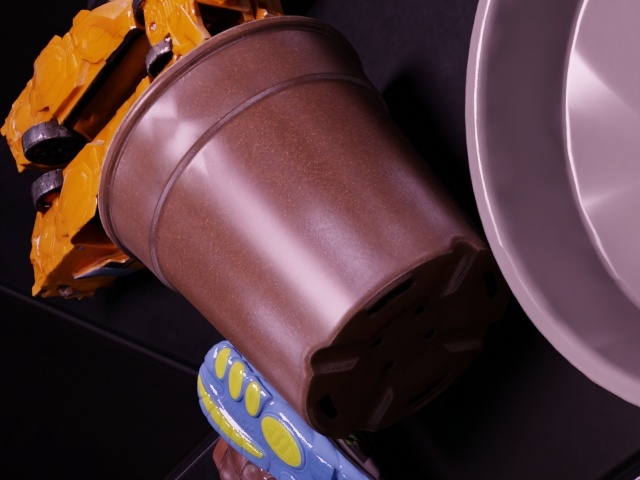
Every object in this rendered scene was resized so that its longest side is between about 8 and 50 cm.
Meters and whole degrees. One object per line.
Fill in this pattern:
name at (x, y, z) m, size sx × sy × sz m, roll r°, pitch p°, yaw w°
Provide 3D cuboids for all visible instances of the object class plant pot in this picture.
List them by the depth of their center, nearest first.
plant pot at (0.000, 0.000, 0.732) m, size 0.165 × 0.167 × 0.167 m, roll 48°, pitch 122°, yaw 32°

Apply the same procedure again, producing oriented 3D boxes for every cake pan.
cake pan at (0.180, -0.071, 0.588) m, size 0.293 × 0.054 × 0.293 m, roll -8°, pitch 79°, yaw 50°

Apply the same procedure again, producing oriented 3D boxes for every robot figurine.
robot figurine at (-0.113, -0.091, 0.927) m, size 0.291 × 0.085 × 0.211 m, roll -40°, pitch 57°, yaw 42°

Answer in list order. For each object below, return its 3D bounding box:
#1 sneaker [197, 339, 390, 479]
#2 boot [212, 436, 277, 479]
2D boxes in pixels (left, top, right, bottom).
sneaker at (0.014, 0.117, 0.759) m, size 0.188 × 0.078 × 0.067 m, roll 47°, pitch 131°, yaw 24°
boot at (-0.019, 0.137, 0.823) m, size 0.114 × 0.037 × 0.106 m, roll 59°, pitch 142°, yaw 40°
